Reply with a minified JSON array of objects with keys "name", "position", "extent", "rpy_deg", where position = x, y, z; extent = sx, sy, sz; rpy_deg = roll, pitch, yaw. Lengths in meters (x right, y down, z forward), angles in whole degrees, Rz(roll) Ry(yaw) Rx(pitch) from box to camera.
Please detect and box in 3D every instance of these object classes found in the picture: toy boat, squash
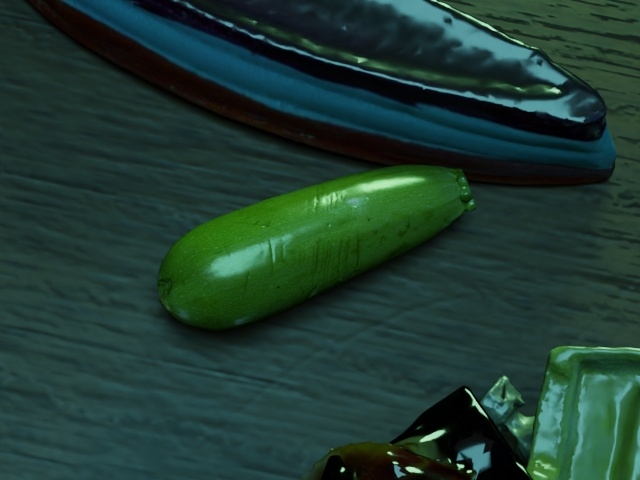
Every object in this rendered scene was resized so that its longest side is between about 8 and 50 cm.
[{"name":"toy boat","position":[0.246,0.122,0.749],"extent":[0.276,0.084,0.111],"rpy_deg":[9,72,18]},{"name":"toy boat","position":[0.004,-0.127,0.913],"extent":[0.392,0.079,0.136],"rpy_deg":[22,71,5]},{"name":"squash","position":[0.000,0.000,0.868],"extent":[0.201,0.066,0.066],"rpy_deg":[-19,73,-14]}]

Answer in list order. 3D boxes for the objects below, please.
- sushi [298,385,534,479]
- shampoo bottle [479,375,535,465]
[{"name":"sushi","position":[0.026,0.213,0.710],"extent":[0.227,0.212,0.215],"rpy_deg":[-27,72,-9]},{"name":"shampoo bottle","position":[0.170,0.154,0.832],"extent":[0.207,0.057,0.063],"rpy_deg":[38,88,11]}]
